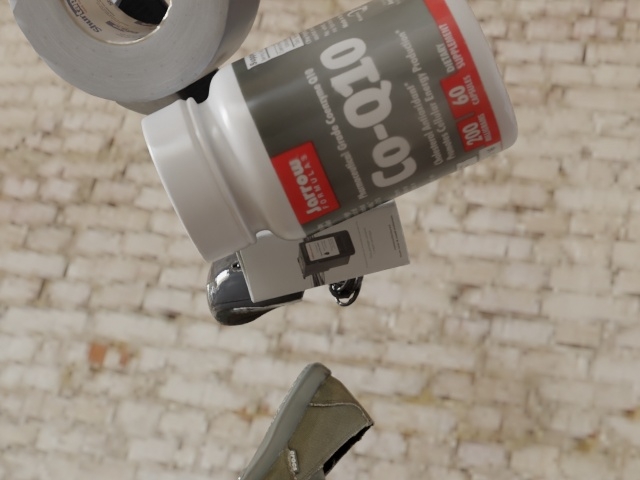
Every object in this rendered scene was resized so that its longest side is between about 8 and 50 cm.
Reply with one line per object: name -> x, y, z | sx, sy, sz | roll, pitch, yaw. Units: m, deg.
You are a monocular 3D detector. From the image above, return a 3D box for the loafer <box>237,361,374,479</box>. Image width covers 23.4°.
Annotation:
loafer -> -0.029, 0.219, 1.294 | 0.087, 0.251, 0.094 | 28, -26, 4

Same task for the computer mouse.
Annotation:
computer mouse -> -0.052, -0.005, 1.764 | 0.060, 0.184, 0.262 | 21, -23, -39

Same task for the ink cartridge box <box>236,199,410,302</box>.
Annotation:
ink cartridge box -> 0.000, 0.000, 1.428 | 0.150, 0.109, 0.063 | -14, -77, 2

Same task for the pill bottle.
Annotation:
pill bottle -> 0.006, -0.097, 1.296 | 0.283, 0.161, 0.161 | -24, -36, 1

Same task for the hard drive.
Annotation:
hard drive -> -0.193, -0.197, 1.565 | 0.172, 0.054, 0.255 | 52, -16, -22

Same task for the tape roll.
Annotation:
tape roll -> -0.162, -0.232, 1.330 | 0.219, 0.072, 0.219 | 8, -66, 19
